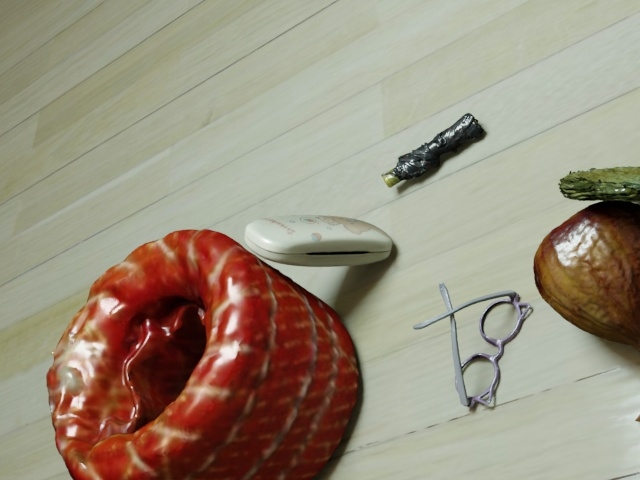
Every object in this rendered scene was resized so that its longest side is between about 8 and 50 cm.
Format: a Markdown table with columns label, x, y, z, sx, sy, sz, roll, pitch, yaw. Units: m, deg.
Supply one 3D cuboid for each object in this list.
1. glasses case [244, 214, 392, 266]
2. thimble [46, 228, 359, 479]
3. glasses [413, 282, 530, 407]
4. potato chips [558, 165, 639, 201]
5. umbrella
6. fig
| label | x | y | z | sx | sy | sz | roll | pitch | yaw |
| --- | --- | --- | --- | --- | --- | --- | --- | --- | --- |
| glasses case | 0.000 | 0.000 | 1.223 | 0.081 | 0.204 | 0.051 | 37 | 119 | 44 |
| thimble | -0.148 | 0.170 | 1.224 | 0.350 | 0.230 | 0.350 | -24 | 48 | 30 |
| glasses | 0.159 | 0.097 | 1.072 | 0.062 | 0.103 | 0.140 | 11 | 69 | 49 |
| potato chips | 0.325 | -0.052 | 0.950 | 0.202 | 0.220 | 0.029 | 8 | 104 | 34 |
| umbrella | 0.143 | -0.113 | 1.278 | 0.144 | 0.040 | 0.037 | -33 | 38 | 19 |
| fig | 0.291 | 0.066 | 0.953 | 0.133 | 0.146 | 0.201 | -37 | 58 | 29 |
